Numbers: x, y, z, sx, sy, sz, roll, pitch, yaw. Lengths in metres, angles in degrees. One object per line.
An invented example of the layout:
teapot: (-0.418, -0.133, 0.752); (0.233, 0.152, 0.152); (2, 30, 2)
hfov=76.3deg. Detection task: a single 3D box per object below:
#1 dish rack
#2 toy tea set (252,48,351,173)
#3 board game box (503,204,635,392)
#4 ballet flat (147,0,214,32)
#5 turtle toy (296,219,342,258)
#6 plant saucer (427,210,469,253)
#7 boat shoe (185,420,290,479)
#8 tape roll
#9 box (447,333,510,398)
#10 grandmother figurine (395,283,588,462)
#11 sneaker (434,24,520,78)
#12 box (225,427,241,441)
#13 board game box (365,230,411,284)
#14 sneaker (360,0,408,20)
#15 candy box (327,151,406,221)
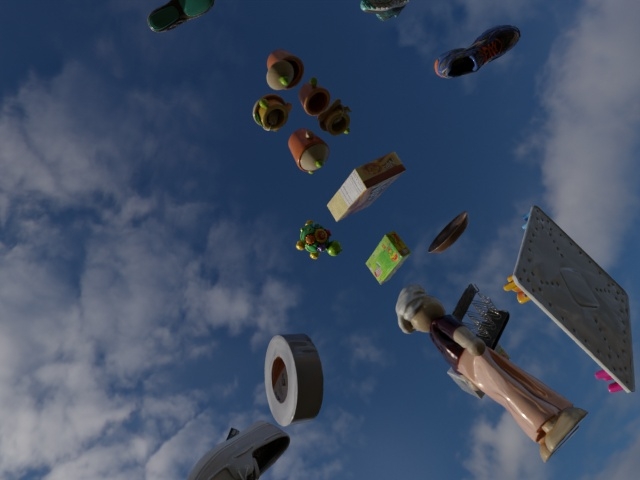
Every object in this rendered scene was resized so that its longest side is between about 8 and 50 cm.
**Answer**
dish rack: (0.469, 0.259, 1.232); (0.271, 0.074, 0.208); (41, -105, -43)
toy tea set: (-0.038, -0.296, 0.993); (0.200, 0.124, 0.336); (-43, -34, 12)
board game box: (0.671, 0.135, 1.092); (0.390, 0.050, 0.390); (44, -135, 0)
ballet flat: (-0.222, -0.371, 0.653); (0.114, 0.041, 0.041); (-23, -62, 4)
turtle toy: (0.000, 0.000, 1.121); (0.130, 0.066, 0.095); (34, -119, -21)
plant saucer: (0.396, -0.018, 1.242); (0.029, 0.168, 0.168); (40, -89, 2)
boat shoe: (-0.112, 0.322, 0.577); (0.184, 0.063, 0.066); (-2, -87, -58)
tape roll: (-0.073, 0.351, 1.040); (0.072, 0.219, 0.220); (4, -72, -28)
box: (0.604, 0.474, 1.554); (0.203, 0.103, 0.114); (-47, -74, -15)
grandmother figurine: (0.258, 0.197, 0.695); (0.104, 0.342, 0.208); (-31, -42, -18)
sneaker: (0.421, -0.490, 1.086); (0.221, 0.087, 0.083); (-24, -54, 21)
box: (-0.305, 0.724, 1.390); (0.094, 0.027, 0.137); (67, -143, -46)
board game box: (0.220, 0.059, 1.339); (0.043, 0.092, 0.181); (-22, -24, -29)
sneaker: (0.168, -0.614, 1.079); (0.166, 0.076, 0.065); (-25, -104, -28)
candy box: (0.161, -0.192, 1.518); (0.182, 0.316, 0.088); (-28, -99, -24)
